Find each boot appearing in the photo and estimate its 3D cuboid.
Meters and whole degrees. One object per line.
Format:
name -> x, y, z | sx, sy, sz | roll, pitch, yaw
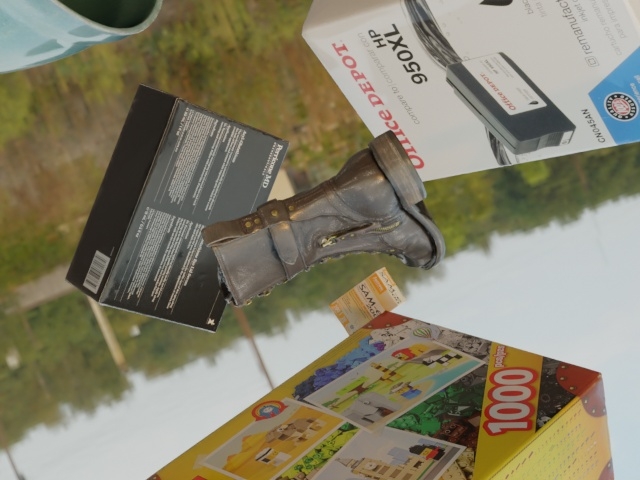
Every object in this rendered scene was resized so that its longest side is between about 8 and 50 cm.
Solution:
boot -> 0.000, 0.000, 1.325 | 0.229, 0.091, 0.263 | -29, 150, 0

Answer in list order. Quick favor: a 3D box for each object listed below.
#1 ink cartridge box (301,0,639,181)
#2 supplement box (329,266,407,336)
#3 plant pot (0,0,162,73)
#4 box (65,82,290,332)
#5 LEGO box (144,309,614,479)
ink cartridge box -> 0.221, -0.244, 1.561 | 0.395, 0.285, 0.166 | -10, -137, 35
supplement box -> 0.069, 0.092, 1.905 | 0.098, 0.062, 0.036 | -38, 172, 28
plant pot -> -0.260, -0.221, 0.804 | 0.196, 0.293, 0.293 | -24, -176, 18
box -> -0.175, -0.037, 1.596 | 0.184, 0.261, 0.103 | 19, -176, -39
LEGO box -> 0.069, 0.316, 1.604 | 0.372, 0.193, 0.500 | 14, -145, 42
